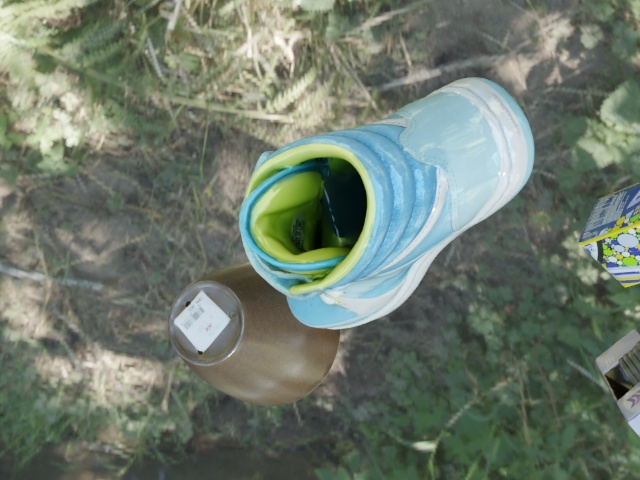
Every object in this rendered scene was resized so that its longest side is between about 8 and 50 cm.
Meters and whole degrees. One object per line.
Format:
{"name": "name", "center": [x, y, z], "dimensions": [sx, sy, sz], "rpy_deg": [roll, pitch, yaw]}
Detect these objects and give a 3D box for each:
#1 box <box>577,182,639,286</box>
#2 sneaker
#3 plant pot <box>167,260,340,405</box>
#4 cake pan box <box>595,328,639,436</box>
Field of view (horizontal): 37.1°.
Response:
{"name": "box", "center": [0.277, -0.020, 0.702], "dimensions": [0.059, 0.054, 0.169], "rpy_deg": [40, 149, -15]}
{"name": "sneaker", "center": [0.000, 0.000, 0.743], "dimensions": [0.208, 0.127, 0.319], "rpy_deg": [-21, 160, -37]}
{"name": "plant pot", "center": [-0.110, 0.119, 1.299], "dimensions": [0.215, 0.215, 0.230], "rpy_deg": [-22, 165, 15]}
{"name": "cake pan box", "center": [0.405, 0.225, 1.002], "dimensions": [0.070, 0.246, 0.267], "rpy_deg": [-42, 88, 10]}
